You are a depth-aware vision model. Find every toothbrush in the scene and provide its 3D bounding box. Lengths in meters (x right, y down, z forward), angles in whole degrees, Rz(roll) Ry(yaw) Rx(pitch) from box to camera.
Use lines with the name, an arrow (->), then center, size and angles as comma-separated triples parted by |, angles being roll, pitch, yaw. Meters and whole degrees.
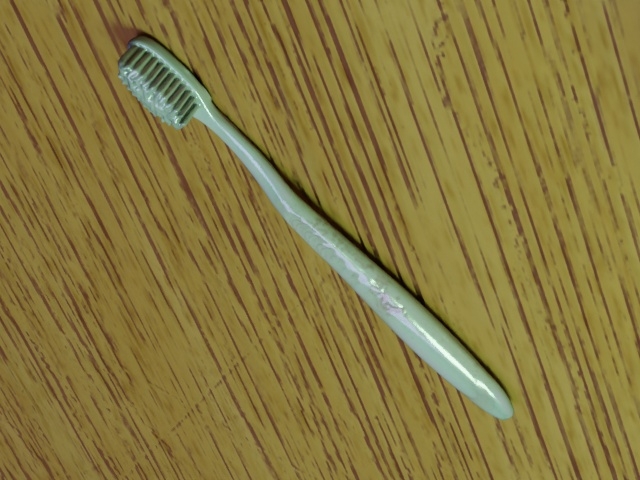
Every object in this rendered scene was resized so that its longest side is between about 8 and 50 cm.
toothbrush -> 0.000, 0.000, 1.107 | 0.307, 0.029, 0.025 | 44, 137, -12
